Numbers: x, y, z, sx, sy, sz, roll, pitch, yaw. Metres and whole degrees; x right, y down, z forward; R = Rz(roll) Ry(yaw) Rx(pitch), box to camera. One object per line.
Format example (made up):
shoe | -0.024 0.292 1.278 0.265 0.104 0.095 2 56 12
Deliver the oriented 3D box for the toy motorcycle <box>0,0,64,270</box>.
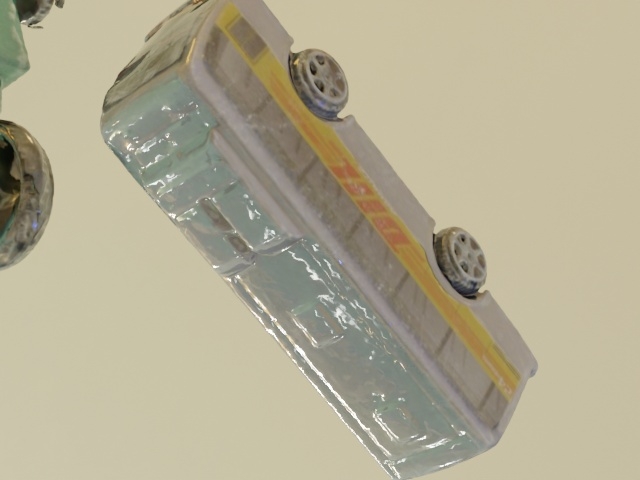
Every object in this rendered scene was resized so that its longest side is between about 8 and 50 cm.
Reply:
toy motorcycle | -0.247 -0.095 0.813 0.198 0.109 0.297 -28 -114 28

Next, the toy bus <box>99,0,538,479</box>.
toy bus | 0.000 0.000 0.501 0.064 0.075 0.190 -27 -70 39
